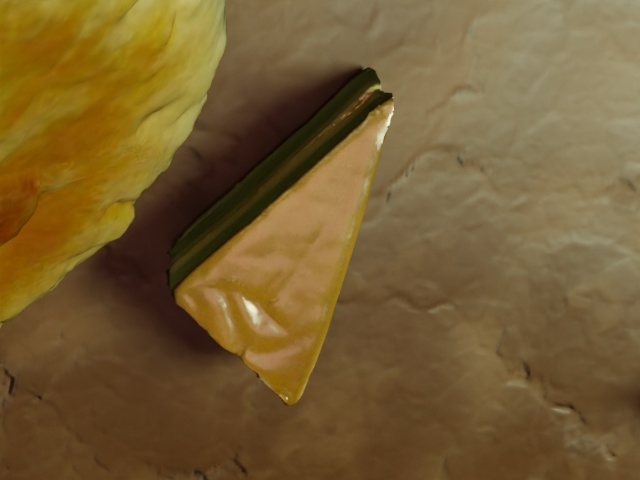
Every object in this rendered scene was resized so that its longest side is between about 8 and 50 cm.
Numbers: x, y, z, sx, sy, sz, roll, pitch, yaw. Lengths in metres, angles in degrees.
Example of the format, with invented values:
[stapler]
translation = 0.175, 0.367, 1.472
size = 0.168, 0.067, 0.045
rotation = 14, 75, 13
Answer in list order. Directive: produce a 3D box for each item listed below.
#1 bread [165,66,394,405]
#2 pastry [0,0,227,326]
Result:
[bread]
translation = 0.004, -0.004, 0.559
size = 0.139, 0.074, 0.084
rotation = -43, 109, 6
[pastry]
translation = -0.178, -0.054, 0.418
size = 0.330, 0.330, 0.136
rotation = -41, 70, 8
